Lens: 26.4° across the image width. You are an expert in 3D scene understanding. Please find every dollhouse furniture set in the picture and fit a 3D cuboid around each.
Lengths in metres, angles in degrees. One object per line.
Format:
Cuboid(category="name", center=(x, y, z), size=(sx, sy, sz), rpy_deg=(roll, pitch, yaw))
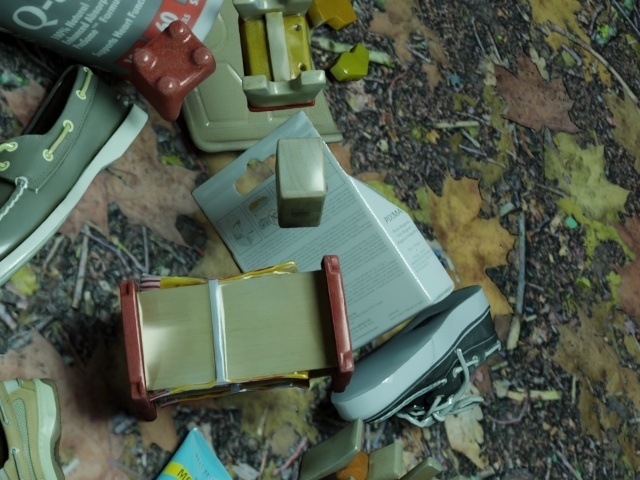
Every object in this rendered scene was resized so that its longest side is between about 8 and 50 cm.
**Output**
Cuboid(category="dollhouse furniture set", center=(-0.089, -0.033, 1.275), size=(0.201, 0.152, 0.374), rpy_deg=(-6, 78, -4))
Cuboid(category="dollhouse furniture set", center=(0.080, 0.351, 1.372), size=(0.262, 0.135, 0.259), rpy_deg=(35, 38, -24))

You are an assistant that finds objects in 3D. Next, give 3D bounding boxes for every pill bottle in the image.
Cuboid(category="pill bottle", center=(-0.280, -0.301, 1.287), size=(0.363, 0.210, 0.210), rpy_deg=(19, 58, -34))

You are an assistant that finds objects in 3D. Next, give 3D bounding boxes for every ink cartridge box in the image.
Cuboid(category="ink cartridge box", center=(0.000, 0.000, 1.403), size=(0.066, 0.189, 0.232), rpy_deg=(-27, 85, -52))

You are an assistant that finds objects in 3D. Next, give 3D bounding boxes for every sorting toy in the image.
Cuboid(category="sorting toy", center=(-0.059, -0.205, 1.565), size=(0.307, 0.041, 0.229), rpy_deg=(-8, 71, -44))

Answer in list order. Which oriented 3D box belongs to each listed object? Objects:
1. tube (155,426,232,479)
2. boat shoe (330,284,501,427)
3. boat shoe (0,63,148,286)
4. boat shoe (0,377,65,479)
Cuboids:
Cuboid(category="tube", center=(-0.146, 0.262, 1.248), size=(0.080, 0.052, 0.207), rpy_deg=(62, 37, -15))
Cuboid(category="boat shoe", center=(0.117, 0.147, 1.494), size=(0.105, 0.113, 0.306), rpy_deg=(64, 29, -4))
Cuboid(category="boat shoe", center=(-0.266, -0.057, 1.255), size=(0.091, 0.109, 0.305), rpy_deg=(46, 40, -14))
Cuboid(category="boat shoe", center=(-0.260, 0.208, 1.164), size=(0.072, 0.068, 0.190), rpy_deg=(5, 56, -27))
